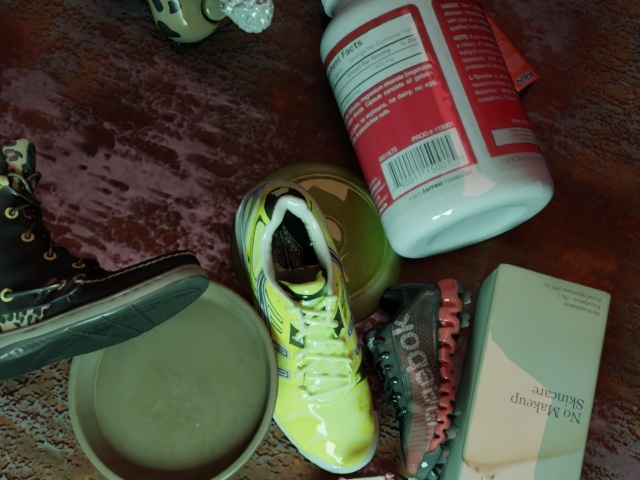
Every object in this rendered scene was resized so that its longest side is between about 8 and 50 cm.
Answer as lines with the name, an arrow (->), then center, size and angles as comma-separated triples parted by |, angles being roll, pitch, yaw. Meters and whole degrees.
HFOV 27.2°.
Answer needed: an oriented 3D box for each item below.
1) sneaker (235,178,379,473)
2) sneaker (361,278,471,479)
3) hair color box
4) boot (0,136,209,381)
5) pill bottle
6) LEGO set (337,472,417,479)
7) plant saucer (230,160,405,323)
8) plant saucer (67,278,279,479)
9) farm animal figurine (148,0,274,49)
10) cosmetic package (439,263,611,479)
sneaker -> -0.024, 0.111, 1.657 | 0.145, 0.147, 0.384 | -19, 90, -7
sneaker -> 0.116, 0.173, 1.705 | 0.135, 0.097, 0.276 | 8, 65, -4
hair color box -> 0.242, -0.261, 1.879 | 0.043, 0.072, 0.141 | -34, 82, -17
boot -> -0.346, 0.005, 1.640 | 0.377, 0.138, 0.284 | -21, 72, 11
pill bottle -> 0.136, -0.202, 1.761 | 0.229, 0.229, 0.407 | -16, 76, -13
LEGO set -> 0.013, 0.359, 1.630 | 0.287, 0.107, 0.132 | -26, 78, -16
plant saucer -> 0.000, 0.000, 1.778 | 0.241, 0.037, 0.241 | 3, 72, -8
plant saucer -> -0.181, 0.180, 1.645 | 0.278, 0.041, 0.278 | -4, 76, 14
farm animal figurine -> -0.232, -0.397, 1.778 | 0.172, 0.330, 0.326 | -42, 111, -20
cosmetic package -> 0.264, 0.204, 1.716 | 0.160, 0.113, 0.309 | 14, 70, -4
